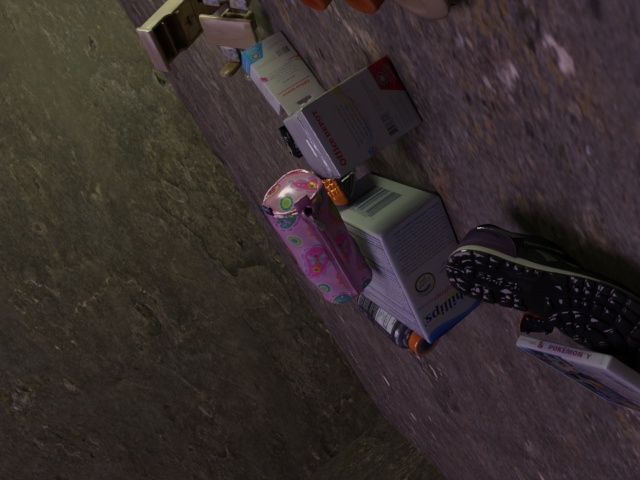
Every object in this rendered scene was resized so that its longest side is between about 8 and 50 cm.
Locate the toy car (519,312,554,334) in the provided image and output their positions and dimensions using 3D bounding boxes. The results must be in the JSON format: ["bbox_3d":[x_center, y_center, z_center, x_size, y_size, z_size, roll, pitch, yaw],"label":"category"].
[{"bbox_3d":[0.382,0.169,0.884,0.040,0.060,0.121,-77,-32,-63],"label":"toy car"}]

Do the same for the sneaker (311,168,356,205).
[{"bbox_3d":[0.034,-0.171,1.140,0.121,0.099,0.262,51,-160,-52],"label":"sneaker"}]

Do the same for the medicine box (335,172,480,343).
[{"bbox_3d":[0.166,0.030,1.093,0.263,0.149,0.289,33,155,59],"label":"medicine box"}]

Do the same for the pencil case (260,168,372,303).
[{"bbox_3d":[0.000,0.000,0.961,0.124,0.124,0.284,40,166,48],"label":"pencil case"}]

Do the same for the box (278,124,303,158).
[{"bbox_3d":[-0.067,-0.276,1.381,0.062,0.052,0.083,38,157,54],"label":"box"}]

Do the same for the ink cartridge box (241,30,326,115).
[{"bbox_3d":[-0.079,-0.352,1.112,0.181,0.104,0.061,54,168,5],"label":"ink cartridge box"}]

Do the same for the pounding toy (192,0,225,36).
[{"bbox_3d":[-0.293,-0.612,1.279,0.181,0.094,0.206,42,172,24],"label":"pounding toy"}]

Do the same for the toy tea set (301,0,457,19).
[{"bbox_3d":[0.042,-0.390,0.643,0.200,0.124,0.336,25,-173,-40],"label":"toy tea set"}]

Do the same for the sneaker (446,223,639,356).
[{"bbox_3d":[0.330,0.047,0.697,0.284,0.124,0.107,24,134,21],"label":"sneaker"}]

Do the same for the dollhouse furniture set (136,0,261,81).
[{"bbox_3d":[-0.262,-0.468,1.158,0.242,0.160,0.212,16,150,22],"label":"dollhouse furniture set"}]

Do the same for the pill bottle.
[{"bbox_3d":[0.219,0.211,1.405,0.246,0.131,0.130,42,162,46],"label":"pill bottle"}]

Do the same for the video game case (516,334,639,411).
[{"bbox_3d":[0.417,0.203,0.730,0.201,0.023,0.183,31,171,-11],"label":"video game case"}]

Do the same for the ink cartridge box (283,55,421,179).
[{"bbox_3d":[0.049,-0.202,0.864,0.128,0.176,0.127,59,167,-13],"label":"ink cartridge box"}]
